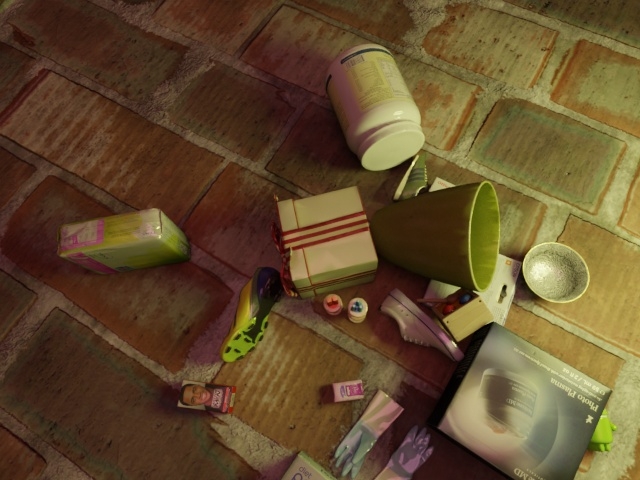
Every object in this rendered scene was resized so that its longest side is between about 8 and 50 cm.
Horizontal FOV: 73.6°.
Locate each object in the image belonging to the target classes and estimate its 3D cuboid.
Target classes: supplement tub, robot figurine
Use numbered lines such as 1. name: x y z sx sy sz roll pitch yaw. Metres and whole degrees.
1. supplement tub: 0.165 -0.405 1.316 0.236 0.235 0.324 -18 70 -2
2. robot figurine: 0.678 0.457 1.057 0.101 0.067 0.115 9 70 -22

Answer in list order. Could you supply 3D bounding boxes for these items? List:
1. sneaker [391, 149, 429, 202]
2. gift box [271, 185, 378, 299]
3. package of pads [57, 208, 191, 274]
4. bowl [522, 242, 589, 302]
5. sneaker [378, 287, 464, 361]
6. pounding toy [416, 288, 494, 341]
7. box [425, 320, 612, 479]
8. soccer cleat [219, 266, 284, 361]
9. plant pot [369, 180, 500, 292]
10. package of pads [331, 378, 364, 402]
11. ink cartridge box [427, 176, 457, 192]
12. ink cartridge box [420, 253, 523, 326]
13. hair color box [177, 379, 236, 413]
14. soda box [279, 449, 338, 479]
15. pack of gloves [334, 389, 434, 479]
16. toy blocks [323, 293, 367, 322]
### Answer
1. sneaker: 0.300 -0.185 1.324 0.086 0.064 0.192 30 75 6
2. gift box: 0.000 0.000 1.170 0.259 0.276 0.254 -14 65 1
3. package of pads: -0.554 0.008 1.227 0.297 0.229 0.101 -10 70 0
4. bowl: 0.634 0.097 1.183 0.170 0.080 0.169 -1 70 3
5. sneaker: 0.267 0.243 1.156 0.091 0.094 0.258 -48 59 1
6. pounding toy: 0.345 0.177 1.112 0.130 0.141 0.100 -34 97 3
7. box: 0.466 0.406 1.034 0.297 0.182 0.293 30 76 14
8. soccer cleat: -0.204 0.206 1.219 0.121 0.093 0.289 19 75 43
9. plant pot: 0.288 -0.014 1.134 0.294 0.275 0.274 2 68 35
10. package of pads: 0.073 0.402 1.142 0.084 0.032 0.050 -8 73 1
11. ink cartridge box: 0.359 -0.100 1.284 0.109 0.063 0.150 28 75 13
12. ink cartridge box: 0.426 0.123 1.207 0.224 0.045 0.223 23 75 12
13. hair color box: -0.306 0.422 1.158 0.141 0.043 0.071 5 72 7
14. soda box: 0.033 0.643 1.027 0.286 0.091 0.098 34 77 15
15. pack of gloves: 0.161 0.535 1.082 0.195 0.046 0.232 36 77 16
16. toy blocks: 0.066 0.177 1.162 0.123 0.148 0.054 17 72 10
